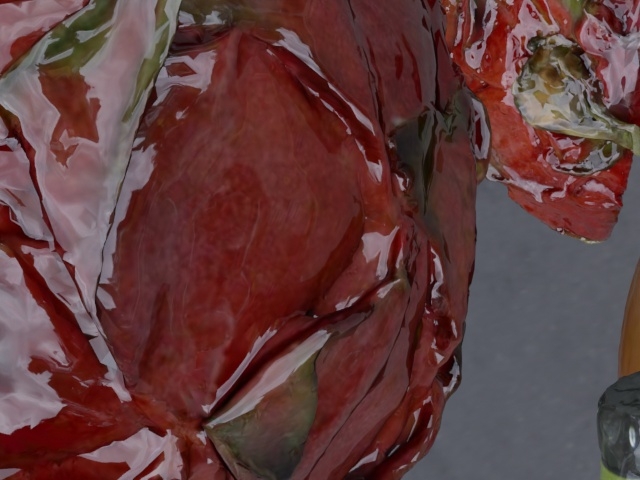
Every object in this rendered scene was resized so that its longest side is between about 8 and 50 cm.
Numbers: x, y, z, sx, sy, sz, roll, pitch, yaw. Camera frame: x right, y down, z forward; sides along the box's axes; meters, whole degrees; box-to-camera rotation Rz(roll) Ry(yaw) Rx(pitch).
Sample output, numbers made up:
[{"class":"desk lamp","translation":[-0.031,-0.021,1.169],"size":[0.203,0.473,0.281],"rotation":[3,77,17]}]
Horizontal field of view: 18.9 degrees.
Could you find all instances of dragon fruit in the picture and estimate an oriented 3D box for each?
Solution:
[{"class":"dragon fruit","translation":[0.164,-0.155,1.395],"size":[0.152,0.205,0.317],"rotation":[7,95,-1]},{"class":"dragon fruit","translation":[-0.069,-0.015,0.530],"size":[0.244,0.299,0.244],"rotation":[1,93,29]}]

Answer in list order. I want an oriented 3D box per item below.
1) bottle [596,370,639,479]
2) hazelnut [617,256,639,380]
[{"class":"bottle","translation":[0.200,0.196,1.049],"size":[0.112,0.112,0.260],"rotation":[3,115,32]},{"class":"hazelnut","translation":[0.392,0.091,1.382],"size":[0.365,0.366,0.366],"rotation":[4,97,32]}]
